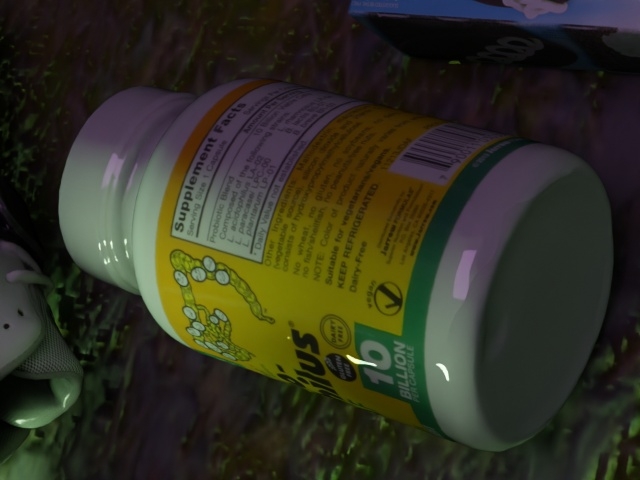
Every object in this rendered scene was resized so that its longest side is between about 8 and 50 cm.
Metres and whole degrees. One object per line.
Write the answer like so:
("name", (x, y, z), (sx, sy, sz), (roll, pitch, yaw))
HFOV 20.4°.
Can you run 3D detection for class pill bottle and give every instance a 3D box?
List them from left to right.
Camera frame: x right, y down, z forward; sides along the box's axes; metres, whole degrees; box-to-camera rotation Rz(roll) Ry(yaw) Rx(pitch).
("pill bottle", (0.000, 0.000, 0.707), (0.208, 0.117, 0.117), (17, 83, 32))

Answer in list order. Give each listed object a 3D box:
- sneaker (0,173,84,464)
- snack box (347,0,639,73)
("sneaker", (-0.174, 0.025, 0.811), (0.146, 0.122, 0.330), (11, 57, -3))
("snack box", (0.179, -0.155, 0.686), (0.322, 0.060, 0.187), (8, 79, 32))
